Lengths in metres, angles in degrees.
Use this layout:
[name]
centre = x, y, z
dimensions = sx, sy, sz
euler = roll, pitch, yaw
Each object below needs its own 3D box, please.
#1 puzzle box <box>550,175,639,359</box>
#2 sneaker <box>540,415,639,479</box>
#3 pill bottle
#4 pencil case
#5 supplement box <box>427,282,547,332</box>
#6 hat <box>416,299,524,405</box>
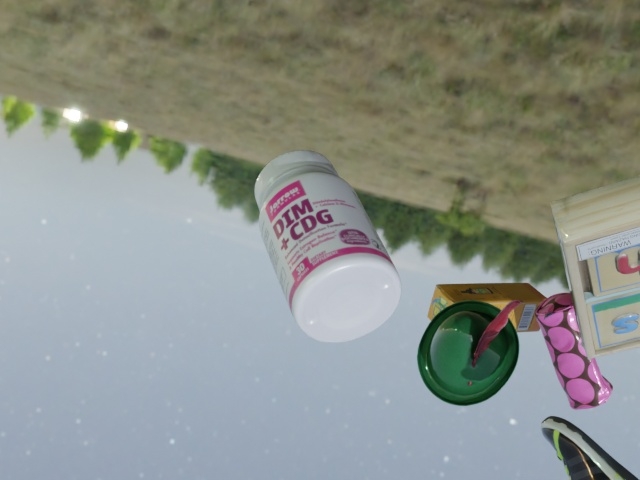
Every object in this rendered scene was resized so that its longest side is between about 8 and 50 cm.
[puzzle box]
centre = 0.448, -0.003, 1.007
dimensions = 0.408, 0.052, 0.272
euler = -16, 146, 11
[sneaker]
centre = 0.361, 0.329, 1.355
dimensions = 0.084, 0.097, 0.234
euler = 43, 179, -40
[pill bottle]
centre = 0.000, 0.000, 1.491
dimensions = 0.160, 0.160, 0.283
euler = 12, -147, -30
[pencil case]
centre = 0.461, 0.202, 1.817
dimensions = 0.098, 0.209, 0.095
euler = -11, -162, 46
[supplement box]
centre = 0.325, 0.131, 1.951
dimensions = 0.233, 0.080, 0.078
euler = 3, -154, -29
[hat]
centre = 0.220, 0.155, 1.619
dimensions = 0.173, 0.208, 0.183
euler = 37, -178, 29
